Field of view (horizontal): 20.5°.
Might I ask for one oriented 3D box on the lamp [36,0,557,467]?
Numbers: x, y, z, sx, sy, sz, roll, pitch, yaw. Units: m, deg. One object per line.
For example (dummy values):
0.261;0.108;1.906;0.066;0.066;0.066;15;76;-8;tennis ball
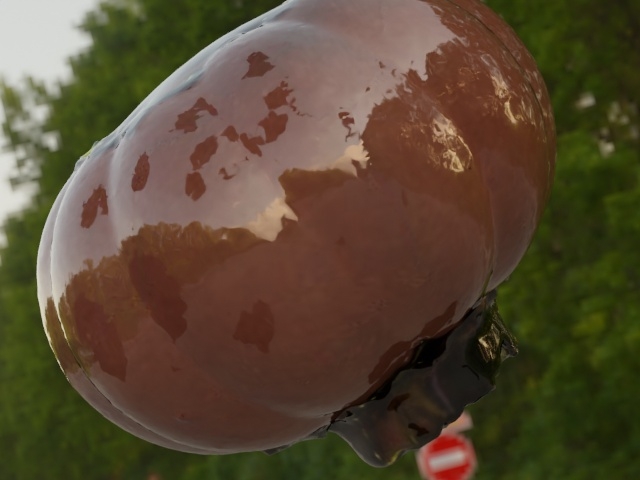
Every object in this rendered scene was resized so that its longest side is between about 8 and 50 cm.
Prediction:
0.000;0.000;0.962;0.305;0.239;0.305;-39;5;4;lamp
